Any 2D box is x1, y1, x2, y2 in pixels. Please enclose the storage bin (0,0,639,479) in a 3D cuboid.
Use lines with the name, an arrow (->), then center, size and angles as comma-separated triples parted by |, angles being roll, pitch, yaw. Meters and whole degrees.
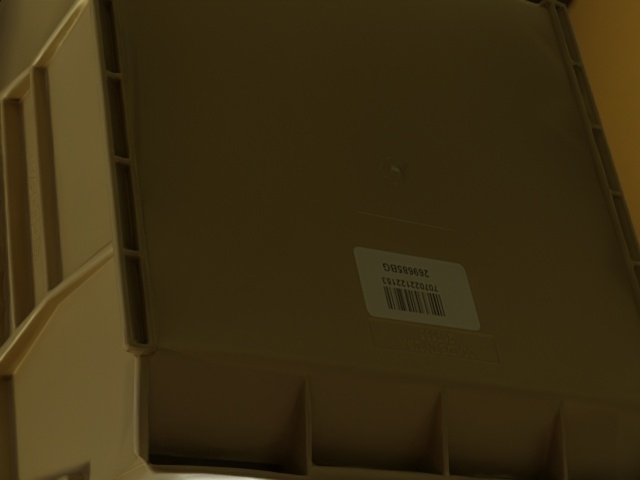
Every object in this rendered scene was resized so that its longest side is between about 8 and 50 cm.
storage bin -> 0.000, 0.000, 0.585 | 0.262, 0.123, 0.260 | 11, -125, -33
